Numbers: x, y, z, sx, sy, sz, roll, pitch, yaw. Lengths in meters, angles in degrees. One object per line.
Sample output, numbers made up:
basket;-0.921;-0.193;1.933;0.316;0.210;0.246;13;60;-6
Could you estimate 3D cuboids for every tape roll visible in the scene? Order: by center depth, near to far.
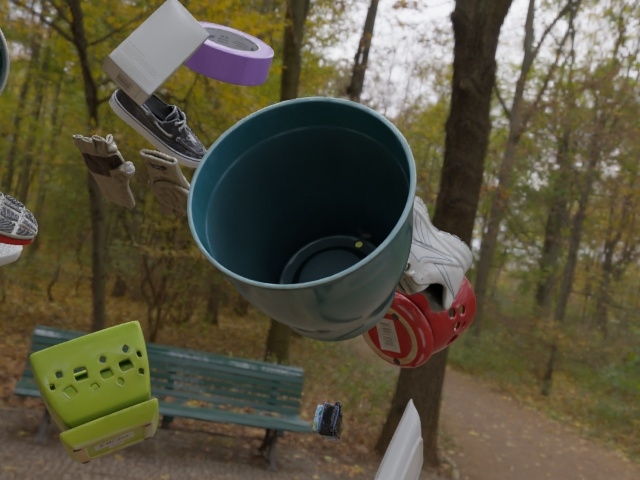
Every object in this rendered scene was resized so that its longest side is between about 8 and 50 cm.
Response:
tape roll;-0.280;-0.550;2.066;0.274;0.090;0.275;15;27;-8

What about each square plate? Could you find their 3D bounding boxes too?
square plate;0.140;0.535;1.427;0.049;0.347;0.344;19;-27;19

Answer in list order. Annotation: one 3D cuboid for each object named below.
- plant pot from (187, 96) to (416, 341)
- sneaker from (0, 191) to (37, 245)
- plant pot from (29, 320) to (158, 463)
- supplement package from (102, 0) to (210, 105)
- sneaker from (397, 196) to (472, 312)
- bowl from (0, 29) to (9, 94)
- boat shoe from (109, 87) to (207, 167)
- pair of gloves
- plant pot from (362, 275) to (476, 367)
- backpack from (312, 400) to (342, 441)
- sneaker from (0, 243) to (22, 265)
plant pot;0.000;0.000;0.920;0.271;0.272;0.255;10;-28;19
sneaker;-0.656;-0.029;1.276;0.279;0.118;0.107;12;34;-10
plant pot;-0.456;0.327;1.470;0.228;0.207;0.227;-17;-22;-21
supplement package;-0.323;-0.369;1.380;0.105;0.179;0.105;44;-17;-16
sneaker;0.146;0.014;1.182;0.297;0.129;0.111;34;-34;-26
bowl;-0.916;-0.455;1.744;0.311;0.312;0.163;12;12;-13
boat shoe;-0.403;-0.308;1.853;0.102;0.108;0.301;-35;-60;30
pair of gloves;-0.343;-0.122;1.331;0.240;0.042;0.204;15;-30;18
plant pot;0.185;0.144;1.384;0.191;0.191;0.174;9;32;39
backpack;0.023;0.539;2.083;0.084;0.105;0.114;5;-30;14
sneaker;-0.906;0.060;1.671;0.366;0.150;0.135;-7;48;-41
